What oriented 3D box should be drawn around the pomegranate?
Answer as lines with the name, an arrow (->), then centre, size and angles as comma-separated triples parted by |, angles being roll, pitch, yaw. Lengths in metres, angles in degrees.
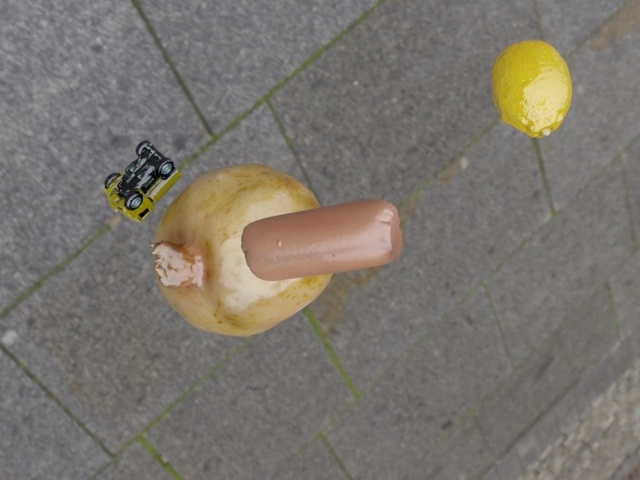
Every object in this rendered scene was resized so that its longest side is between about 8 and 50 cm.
pomegranate -> -0.086, 0.013, 1.173 | 0.207, 0.207, 0.207 | -24, 131, -30

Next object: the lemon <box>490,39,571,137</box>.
lemon -> 0.302, -0.218, 1.488 | 0.114, 0.155, 0.114 | -6, 157, -3

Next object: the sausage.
sausage -> 0.000, 0.000, 0.514 | 0.034, 0.083, 0.034 | -9, 90, -66

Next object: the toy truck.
toy truck -> -0.199, -0.062, 1.161 | 0.083, 0.049, 0.054 | -47, 149, -5
